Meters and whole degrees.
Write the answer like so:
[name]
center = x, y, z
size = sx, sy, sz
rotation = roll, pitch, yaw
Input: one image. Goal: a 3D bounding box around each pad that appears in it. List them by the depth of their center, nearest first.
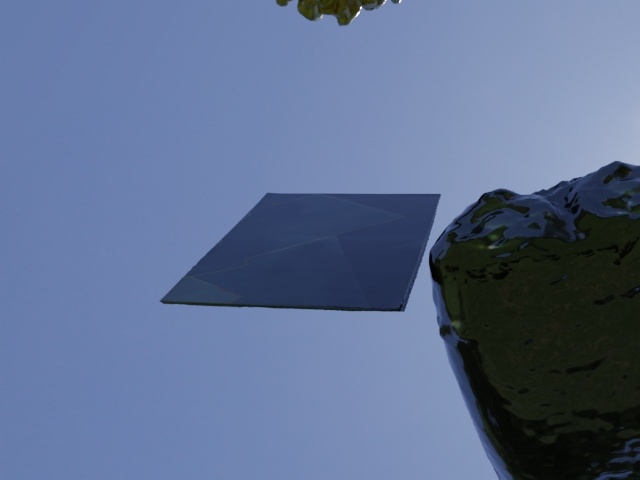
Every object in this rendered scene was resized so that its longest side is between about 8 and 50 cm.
[pad]
center = 0.000, 0.000, 0.630
size = 0.164, 0.243, 0.004
rotation = 1, -69, 14

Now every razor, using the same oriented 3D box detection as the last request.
[razor]
center = 0.197, 0.102, 0.575
size = 0.189, 0.107, 0.327
rotation = -16, -54, 11

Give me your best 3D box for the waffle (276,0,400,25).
[waffle]
center = 0.012, -0.277, 0.753
size = 0.191, 0.038, 0.191
rotation = 0, -114, -1
